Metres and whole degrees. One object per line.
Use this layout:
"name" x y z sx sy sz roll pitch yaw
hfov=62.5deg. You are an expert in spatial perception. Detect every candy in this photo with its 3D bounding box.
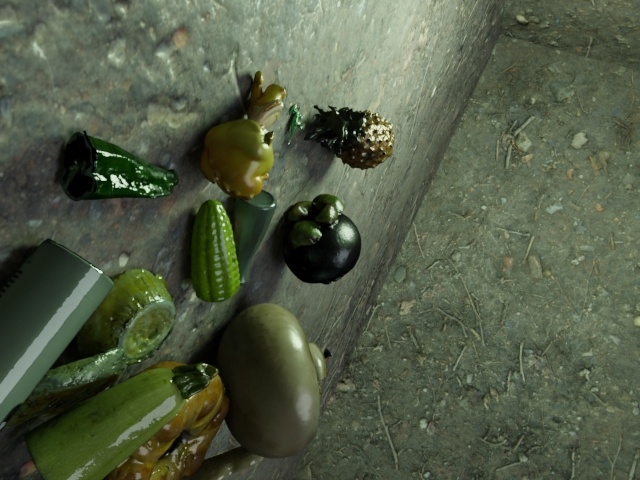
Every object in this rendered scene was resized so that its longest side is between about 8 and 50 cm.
"candy" -0.205 0.018 1.010 0.097 0.097 0.209 -42 142 -51

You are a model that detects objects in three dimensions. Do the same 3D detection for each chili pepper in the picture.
"chili pepper" -0.266 -0.097 0.754 0.227 0.059 0.088 -10 109 -73

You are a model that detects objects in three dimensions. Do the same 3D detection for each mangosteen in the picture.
"mangosteen" 0.000 0.000 1.389 0.243 0.243 0.243 -54 158 -34

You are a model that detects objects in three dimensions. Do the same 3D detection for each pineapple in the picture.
"pineapple" 0.065 -0.273 1.340 0.340 0.169 0.169 1 112 -59

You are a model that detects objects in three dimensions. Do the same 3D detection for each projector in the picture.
"projector" -0.393 0.157 0.622 0.337 0.108 0.108 -59 160 -24

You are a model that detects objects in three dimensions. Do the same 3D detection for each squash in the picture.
"squash" -0.306 0.280 0.856 0.288 0.137 0.137 -31 145 -28

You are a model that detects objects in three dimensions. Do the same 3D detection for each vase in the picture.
"vase" -0.159 -0.003 1.131 0.086 0.086 0.214 -37 151 -56

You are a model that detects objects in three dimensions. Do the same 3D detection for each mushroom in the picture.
"mushroom" -0.094 0.324 1.260 0.295 0.362 0.362 -4 126 -22

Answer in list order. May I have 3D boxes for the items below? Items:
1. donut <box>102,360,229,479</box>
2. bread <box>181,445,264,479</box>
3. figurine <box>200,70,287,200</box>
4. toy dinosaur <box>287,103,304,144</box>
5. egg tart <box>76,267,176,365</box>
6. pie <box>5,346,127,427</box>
"donut" -0.317 0.377 1.034 0.299 0.150 0.317 -58 161 -23
"bread" -0.265 0.571 1.324 0.316 0.054 0.316 -19 166 -5
"figurine" -0.130 -0.183 0.943 0.156 0.131 0.246 -28 -144 48
"toy dinosaur" -0.060 -0.262 1.176 0.083 0.021 0.062 -65 155 -16
"egg tart" -0.313 0.140 0.875 0.197 0.078 0.197 -49 153 -35
"pie" -0.362 0.211 0.749 0.187 0.041 0.187 -29 170 -5
